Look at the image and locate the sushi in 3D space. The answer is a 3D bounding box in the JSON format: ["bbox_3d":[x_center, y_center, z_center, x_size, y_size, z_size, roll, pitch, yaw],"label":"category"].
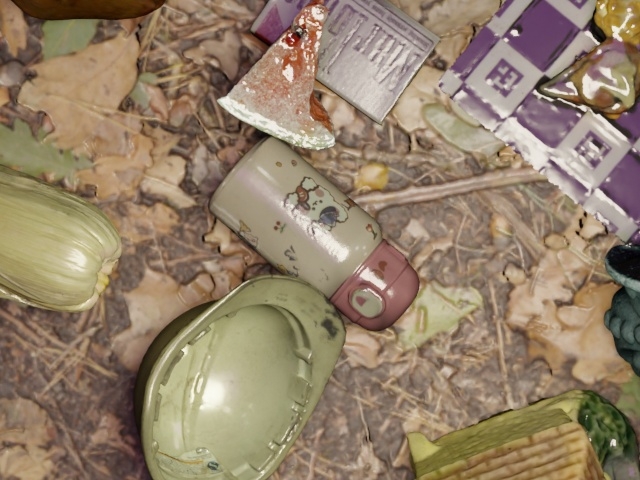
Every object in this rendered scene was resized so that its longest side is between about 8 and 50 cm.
[{"bbox_3d":[0.370,-0.184,1.413,0.359,0.064,0.343,40,92,1],"label":"sushi"}]

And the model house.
[{"bbox_3d":[0.239,0.321,1.321,0.261,0.266,0.321,-22,89,6],"label":"model house"}]

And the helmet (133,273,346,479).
[{"bbox_3d":[-0.109,0.135,1.399,0.204,0.137,0.257,36,86,-37],"label":"helmet"}]

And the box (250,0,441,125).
[{"bbox_3d":[0.027,-0.220,1.441,0.177,0.036,0.115,36,95,2],"label":"box"}]

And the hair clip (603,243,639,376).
[{"bbox_3d":[0.377,0.096,1.285,0.195,0.310,0.206,-7,118,2],"label":"hair clip"}]

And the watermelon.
[{"bbox_3d":[-0.047,-0.179,1.393,0.121,0.098,0.158,-2,114,3],"label":"watermelon"}]

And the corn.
[{"bbox_3d":[-0.362,-0.020,1.414,0.305,0.122,0.123,19,110,3],"label":"corn"}]

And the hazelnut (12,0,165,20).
[{"bbox_3d":[-0.234,-0.337,1.380,0.252,0.217,0.217,-20,89,26],"label":"hazelnut"}]

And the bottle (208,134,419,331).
[{"bbox_3d":[0.000,0.000,1.407,0.233,0.110,0.110,41,92,3],"label":"bottle"}]
